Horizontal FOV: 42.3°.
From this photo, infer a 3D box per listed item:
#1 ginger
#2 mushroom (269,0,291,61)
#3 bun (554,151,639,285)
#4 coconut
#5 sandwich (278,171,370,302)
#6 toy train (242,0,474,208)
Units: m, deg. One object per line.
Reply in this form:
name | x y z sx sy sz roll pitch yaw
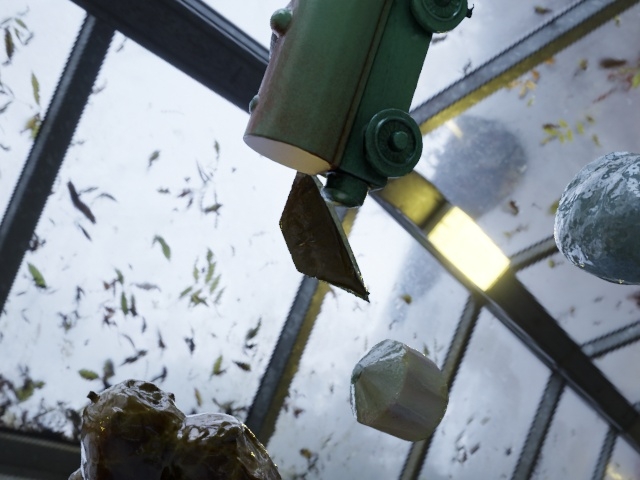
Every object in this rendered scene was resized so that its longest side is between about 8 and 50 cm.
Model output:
ginger | -0.198 0.367 1.169 0.357 0.152 0.274 25 -89 -10
mushroom | 0.032 -0.304 1.360 0.153 0.253 0.253 -54 -24 -54
bun | 0.548 -0.037 1.305 0.361 0.362 0.211 -1 -87 -35
coconut | 0.091 0.188 1.054 0.122 0.116 0.116 31 -79 -27
sandwich | 0.000 0.000 1.424 0.096 0.258 0.094 -26 -17 15
toy train | 0.030 -0.179 0.806 0.177 0.116 0.285 22 -100 -21
